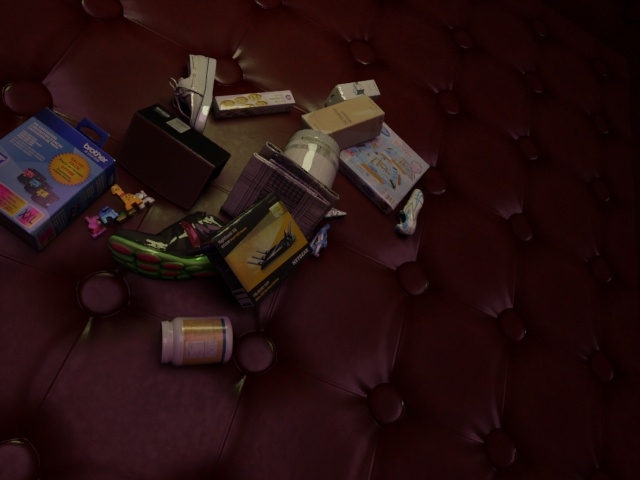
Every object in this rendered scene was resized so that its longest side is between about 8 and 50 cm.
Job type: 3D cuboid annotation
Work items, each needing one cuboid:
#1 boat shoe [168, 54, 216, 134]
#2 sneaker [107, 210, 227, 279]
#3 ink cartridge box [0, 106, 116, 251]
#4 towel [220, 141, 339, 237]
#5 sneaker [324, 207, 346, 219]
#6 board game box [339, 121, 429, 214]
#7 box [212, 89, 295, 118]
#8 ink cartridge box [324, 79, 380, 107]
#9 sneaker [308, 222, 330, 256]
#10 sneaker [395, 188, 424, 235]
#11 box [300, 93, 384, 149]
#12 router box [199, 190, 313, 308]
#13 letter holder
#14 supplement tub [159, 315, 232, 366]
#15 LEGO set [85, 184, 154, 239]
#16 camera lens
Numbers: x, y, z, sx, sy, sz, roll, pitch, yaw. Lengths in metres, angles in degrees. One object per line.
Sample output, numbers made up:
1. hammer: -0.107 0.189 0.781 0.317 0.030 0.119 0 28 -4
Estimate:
1. boat shoe: -0.476 -0.542 1.716 0.156 0.136 0.367 10 63 -20
2. sneaker: -0.421 0.010 1.504 0.482 0.185 0.202 4 63 -34
3. ink cartridge box: -0.816 -0.207 1.423 0.270 0.151 0.395 38 58 -6
4. towel: -0.145 -0.127 1.597 0.312 0.324 0.056 37 30 -7
5. sneaker: 0.052 -0.121 1.831 0.098 0.038 0.069 -5 72 -26
6. board game box: 0.260 -0.320 1.988 0.318 0.066 0.318 44 59 -1
7. box: -0.259 -0.534 1.849 0.324 0.063 0.067 -14 77 -28
8. ink cartridge box: 0.134 -0.602 2.006 0.190 0.139 0.082 -20 80 -28
9. sneaker: 0.000 0.000 1.752 0.059 0.053 0.144 36 68 -6
10. sneaker: 0.369 -0.127 1.950 0.086 0.085 0.237 24 58 -5
11. box: 0.085 -0.459 1.891 0.311 0.121 0.148 -25 60 -22
12. router box: -0.190 0.024 1.480 0.309 0.081 0.243 -45 109 -41
13. letter holder: -0.502 -0.278 1.605 0.302 0.214 0.152 35 28 -6
14. supplement tub: -0.373 0.299 1.410 0.199 0.144 0.144 2 69 -23
15. LEGO set: -0.646 -0.114 1.493 0.227 0.087 0.093 -40 89 -32
16. camera lens: -0.056 -0.238 1.726 0.219 0.219 0.274 25 61 -13
